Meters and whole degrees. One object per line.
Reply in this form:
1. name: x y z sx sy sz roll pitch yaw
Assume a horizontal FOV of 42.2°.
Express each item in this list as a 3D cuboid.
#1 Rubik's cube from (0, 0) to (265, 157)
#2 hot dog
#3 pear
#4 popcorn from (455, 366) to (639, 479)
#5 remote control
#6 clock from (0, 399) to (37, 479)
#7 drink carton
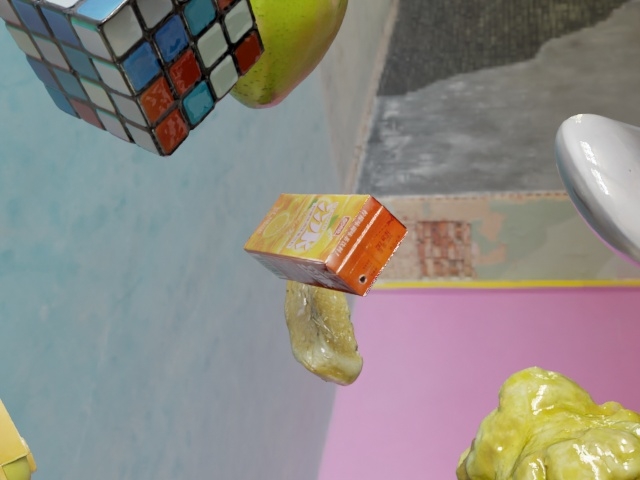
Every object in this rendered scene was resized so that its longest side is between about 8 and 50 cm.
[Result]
1. Rubik's cube: -0.167 -0.195 0.738 0.154 0.151 0.155 -53 151 -25
2. hot dog: -0.005 0.113 1.146 0.084 0.073 0.243 37 21 -28
3. pear: -0.060 -0.258 0.916 0.187 0.187 0.220 -61 149 -63
4. popcorn: 0.225 0.207 0.723 0.225 0.200 0.203 4 55 -44
5. remote control: 0.394 -0.055 1.007 0.332 0.103 0.221 3 52 -49
6. clock: -0.592 0.387 1.295 0.200 0.244 0.317 63 -36 13
7. drink carton: 0.000 0.000 0.988 0.071 0.223 0.096 41 75 -23
